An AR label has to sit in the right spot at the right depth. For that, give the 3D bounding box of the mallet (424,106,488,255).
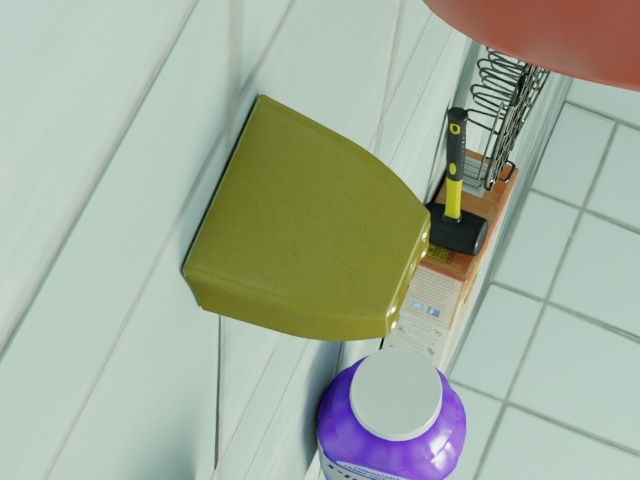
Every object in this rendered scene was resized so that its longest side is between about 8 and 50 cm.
[{"bbox_3d":[0.126,-0.049,1.613,0.189,0.062,0.039,99,16,-58],"label":"mallet"}]

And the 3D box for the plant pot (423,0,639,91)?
[{"bbox_3d":[0.193,-0.229,0.904,0.275,0.275,0.243,-55,154,-60],"label":"plant pot"}]

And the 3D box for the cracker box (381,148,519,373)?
[{"bbox_3d":[0.121,0.042,1.814,0.232,0.067,0.155,101,14,-51],"label":"cracker box"}]

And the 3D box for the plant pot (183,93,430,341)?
[{"bbox_3d":[0.000,0.000,0.763,0.081,0.083,0.081,77,36,-76],"label":"plant pot"}]

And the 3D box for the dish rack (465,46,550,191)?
[{"bbox_3d":[0.188,-0.185,1.655,0.208,0.074,0.271,98,17,-56],"label":"dish rack"}]

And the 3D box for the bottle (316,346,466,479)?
[{"bbox_3d":[0.057,0.149,1.451,0.283,0.118,0.092,90,15,-73],"label":"bottle"}]
